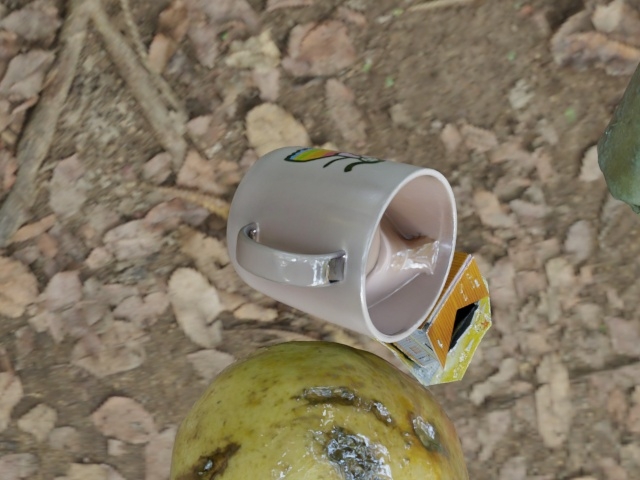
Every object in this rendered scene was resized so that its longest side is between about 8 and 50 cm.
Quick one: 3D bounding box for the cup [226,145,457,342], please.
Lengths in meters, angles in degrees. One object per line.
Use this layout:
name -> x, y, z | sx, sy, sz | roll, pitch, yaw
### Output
cup -> 0.000, 0.000, 1.416 | 0.253, 0.200, 0.191 | -18, 118, -53

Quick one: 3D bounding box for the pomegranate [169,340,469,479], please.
pomegranate -> 0.000, 0.226, 1.104 | 0.281, 0.281, 0.281 | 5, 79, -25

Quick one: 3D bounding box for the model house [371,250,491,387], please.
model house -> 0.197, 0.094, 1.988 | 0.207, 0.136, 0.219 | 41, 64, -8

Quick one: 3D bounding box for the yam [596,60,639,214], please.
yam -> 0.239, -0.127, 0.679 | 0.106, 0.259, 0.106 | 13, 36, -10
